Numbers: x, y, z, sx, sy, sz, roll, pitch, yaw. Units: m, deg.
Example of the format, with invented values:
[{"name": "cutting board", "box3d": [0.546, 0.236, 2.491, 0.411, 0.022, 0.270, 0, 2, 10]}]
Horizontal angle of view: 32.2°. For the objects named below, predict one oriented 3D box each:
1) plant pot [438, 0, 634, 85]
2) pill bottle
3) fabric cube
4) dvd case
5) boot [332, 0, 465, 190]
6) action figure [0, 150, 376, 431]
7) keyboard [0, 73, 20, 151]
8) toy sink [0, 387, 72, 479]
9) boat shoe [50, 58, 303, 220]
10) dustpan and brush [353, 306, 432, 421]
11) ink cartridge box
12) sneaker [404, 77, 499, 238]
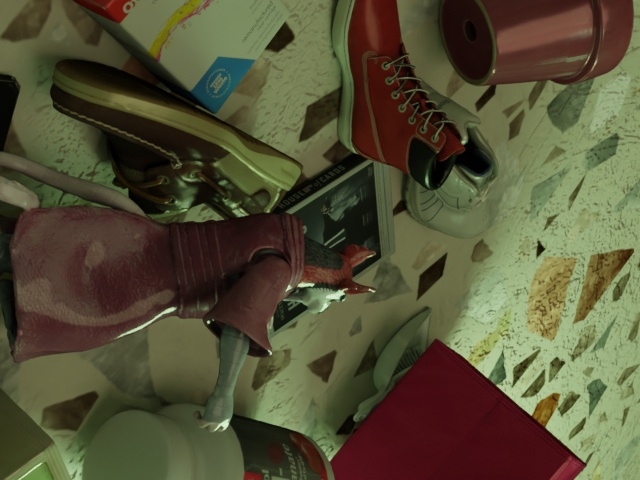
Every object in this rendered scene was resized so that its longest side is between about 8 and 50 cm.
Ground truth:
[{"name": "plant pot", "box3d": [0.255, -0.278, 1.381, 0.180, 0.201, 0.201, -20, 131, -19]}, {"name": "pill bottle", "box3d": [-0.132, 0.294, 1.341, 0.318, 0.176, 0.176, 28, 93, -53]}, {"name": "fabric cube", "box3d": [0.202, 0.335, 1.619, 0.258, 0.259, 0.254, -49, 158, 0]}, {"name": "dvd case", "box3d": [0.000, 0.000, 1.406, 0.238, 0.029, 0.179, -34, 136, -29]}, {"name": "boot", "box3d": [0.100, -0.183, 1.269, 0.088, 0.176, 0.244, -29, 133, -31]}, {"name": "action figure", "box3d": [-0.129, 0.018, 1.068, 0.370, 0.248, 0.276, -7, 108, -7]}, {"name": "keyboard", "box3d": [-0.336, -0.066, 0.987, 0.108, 0.023, 0.180, -3, 117, -55]}, {"name": "toy sink", "box3d": [-0.369, 0.288, 1.107, 0.234, 0.131, 0.153, -35, 137, -28]}, {"name": "boat shoe", "box3d": [-0.148, -0.077, 1.115, 0.342, 0.123, 0.123, 22, 97, -59]}, {"name": "dustpan and brush", "box3d": [0.109, 0.206, 1.647, 0.211, 0.060, 0.147, -26, 133, -35]}, {"name": "ink cartridge box", "box3d": [-0.143, -0.238, 1.036, 0.134, 0.078, 0.231, -54, 142, -5]}, {"name": "sneaker", "box3d": [0.176, -0.083, 1.464, 0.111, 0.129, 0.297, -51, 144, -12]}]
